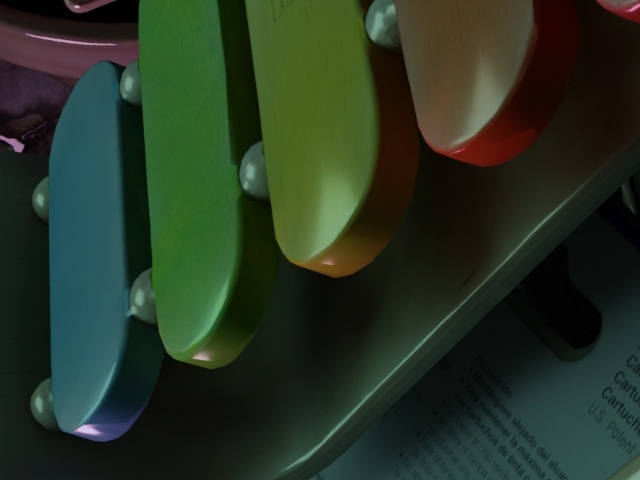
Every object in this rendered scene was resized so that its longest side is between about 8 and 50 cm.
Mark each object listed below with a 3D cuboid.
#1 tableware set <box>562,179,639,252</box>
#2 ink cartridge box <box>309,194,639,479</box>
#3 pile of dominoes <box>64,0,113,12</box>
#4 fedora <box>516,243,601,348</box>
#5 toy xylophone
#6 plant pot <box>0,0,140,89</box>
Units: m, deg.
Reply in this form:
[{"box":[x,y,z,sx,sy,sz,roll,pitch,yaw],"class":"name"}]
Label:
[{"box":[0.091,0.036,0.684,0.154,0.024,0.104,93,172,-60],"class":"tableware set"},{"box":[0.016,0.079,0.517,0.224,0.045,0.223,-51,42,11],"class":"ink cartridge box"},{"box":[-0.027,-0.209,0.906,0.040,0.196,0.251,90,176,-66],"class":"pile of dominoes"},{"box":[0.032,0.107,0.676,0.275,0.124,0.244,146,111,-82],"class":"fedora"},{"box":[0.023,-0.036,0.428,0.323,0.081,0.236,-53,32,31],"class":"toy xylophone"},{"box":[-0.097,-0.203,1.055,0.280,0.323,0.323,94,171,-73],"class":"plant pot"}]
